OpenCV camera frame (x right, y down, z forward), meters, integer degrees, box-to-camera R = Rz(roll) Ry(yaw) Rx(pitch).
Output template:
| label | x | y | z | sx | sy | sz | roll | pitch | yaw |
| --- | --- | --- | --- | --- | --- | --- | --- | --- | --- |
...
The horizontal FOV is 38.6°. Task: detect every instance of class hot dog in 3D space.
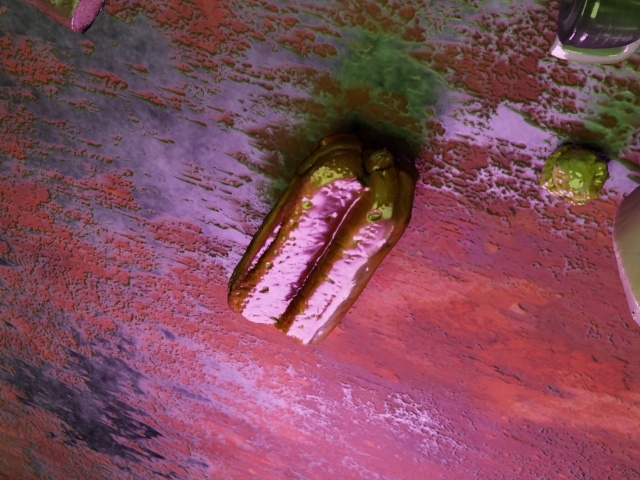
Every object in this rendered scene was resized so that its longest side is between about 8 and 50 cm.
| label | x | y | z | sx | sy | sz | roll | pitch | yaw |
| --- | --- | --- | --- | --- | --- | --- | --- | --- | --- |
| hot dog | 0.000 | 0.000 | 1.154 | 0.158 | 0.117 | 0.349 | 28 | 134 | -4 |

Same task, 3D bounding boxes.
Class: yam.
| label | x | y | z | sx | sy | sz | roll | pitch | yaw |
| --- | --- | --- | --- | --- | --- | --- | --- | --- | --- |
| yam | -0.324 | -0.308 | 1.088 | 0.127 | 0.084 | 0.084 | 27 | 135 | 1 |

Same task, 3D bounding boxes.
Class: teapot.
| label | x | y | z | sx | sy | sz | roll | pitch | yaw |
| --- | --- | --- | --- | --- | --- | --- | --- | --- | --- |
| teapot | 0.273 | -0.219 | 0.859 | 0.090 | 0.124 | 0.092 | 12 | 92 | -1 |

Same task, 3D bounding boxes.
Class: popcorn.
| label | x | y | z | sx | sy | sz | roll | pitch | yaw |
| --- | --- | --- | --- | --- | --- | --- | --- | --- | --- |
| popcorn | 0.273 | -0.073 | 0.988 | 0.068 | 0.060 | 0.083 | 29 | 169 | -38 |

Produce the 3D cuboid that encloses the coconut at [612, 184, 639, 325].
| label | x | y | z | sx | sy | sz | roll | pitch | yaw |
| --- | --- | --- | --- | --- | --- | --- | --- | --- | --- |
| coconut | 0.398 | 0.015 | 0.871 | 0.239 | 0.239 | 0.244 | 35 | 134 | -3 |
